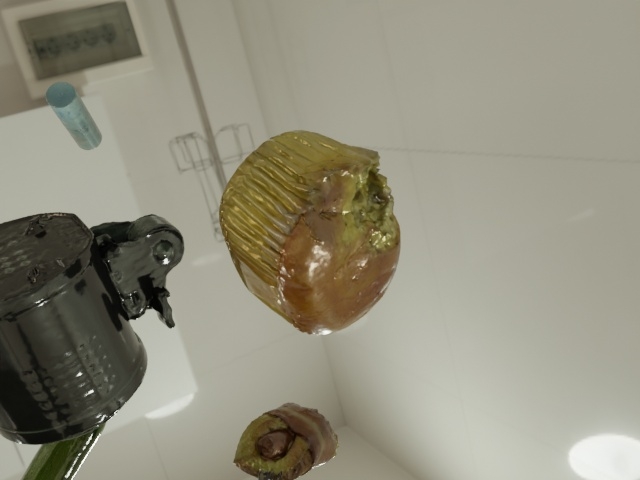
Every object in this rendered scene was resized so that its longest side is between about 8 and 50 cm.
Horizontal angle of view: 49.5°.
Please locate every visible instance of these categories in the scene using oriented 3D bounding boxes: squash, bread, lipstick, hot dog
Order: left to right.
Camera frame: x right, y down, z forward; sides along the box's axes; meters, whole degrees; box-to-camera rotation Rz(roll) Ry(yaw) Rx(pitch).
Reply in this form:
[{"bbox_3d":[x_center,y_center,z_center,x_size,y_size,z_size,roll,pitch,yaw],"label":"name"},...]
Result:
[{"bbox_3d":[-0.366,0.309,0.954,0.228,0.066,0.066,-58,-155,-4],"label":"squash"},{"bbox_3d":[-0.403,-0.202,1.146,0.048,0.048,0.158,-16,164,-7],"label":"lipstick"},{"bbox_3d":[-0.038,0.320,1.142,0.123,0.093,0.261,30,-170,20],"label":"hot dog"},{"bbox_3d":[0.000,0.000,0.791,0.179,0.250,0.133,-36,-127,-20],"label":"bread"}]

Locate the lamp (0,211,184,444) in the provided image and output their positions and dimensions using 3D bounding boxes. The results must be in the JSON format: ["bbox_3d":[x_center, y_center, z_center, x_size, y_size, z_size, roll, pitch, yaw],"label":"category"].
[{"bbox_3d":[-0.346,0.113,0.839,0.374,0.272,0.205,-10,-156,-34],"label":"lamp"}]

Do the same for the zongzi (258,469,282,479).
[{"bbox_3d":[-0.036,0.510,0.991,0.181,0.447,0.418,-46,-167,-28],"label":"zongzi"}]
